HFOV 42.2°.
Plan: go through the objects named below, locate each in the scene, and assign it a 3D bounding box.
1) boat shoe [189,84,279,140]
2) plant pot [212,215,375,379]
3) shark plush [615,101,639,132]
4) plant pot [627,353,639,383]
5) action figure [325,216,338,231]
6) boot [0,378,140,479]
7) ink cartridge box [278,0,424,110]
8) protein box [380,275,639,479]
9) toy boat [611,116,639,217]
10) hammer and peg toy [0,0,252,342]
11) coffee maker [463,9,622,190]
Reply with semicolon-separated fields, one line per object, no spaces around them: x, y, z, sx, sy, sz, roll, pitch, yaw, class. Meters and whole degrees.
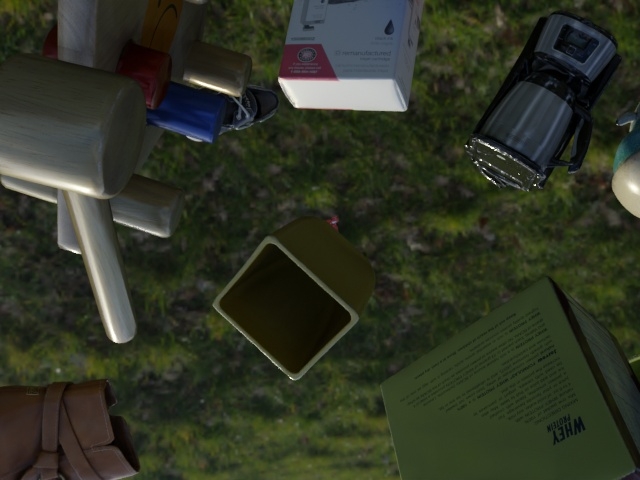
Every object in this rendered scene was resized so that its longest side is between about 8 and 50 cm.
-0.181;-0.271;1.696;0.102;0.108;0.301;-13;-176;28;boat shoe
-0.009;0.031;0.589;0.081;0.081;0.083;-49;178;34;plant pot
0.603;-0.230;1.467;0.073;0.067;0.161;38;97;-27;shark plush
0.521;0.234;0.978;0.294;0.274;0.275;-10;169;-32;plant pot
0.000;0.000;1.446;0.030;0.038;0.115;0;137;-44;action figure
-0.319;0.284;0.976;0.220;0.283;0.109;-12;-156;-4;boot
0.059;-0.374;1.431;0.207;0.282;0.117;4;162;18;ink cartridge box
0.185;0.183;0.734;0.200;0.201;0.136;-38;127;23;protein box
0.494;-0.136;0.979;0.318;0.148;0.267;-26;161;18;toy boat
-0.132;-0.117;0.537;0.128;0.361;0.265;17;134;-1;hammer and peg toy
0.249;-0.159;0.964;0.120;0.178;0.171;33;178;-13;coffee maker
